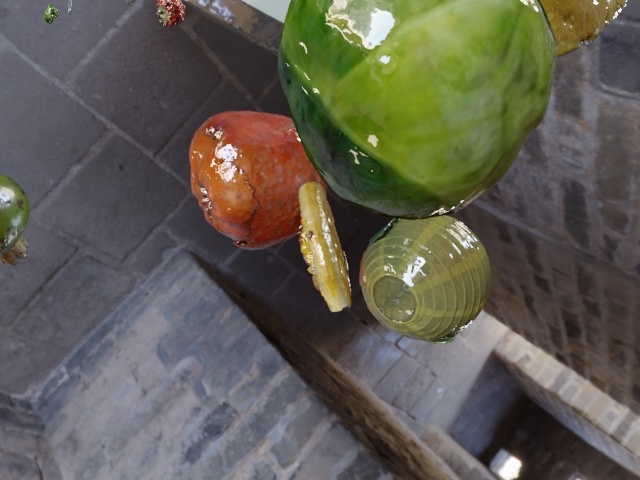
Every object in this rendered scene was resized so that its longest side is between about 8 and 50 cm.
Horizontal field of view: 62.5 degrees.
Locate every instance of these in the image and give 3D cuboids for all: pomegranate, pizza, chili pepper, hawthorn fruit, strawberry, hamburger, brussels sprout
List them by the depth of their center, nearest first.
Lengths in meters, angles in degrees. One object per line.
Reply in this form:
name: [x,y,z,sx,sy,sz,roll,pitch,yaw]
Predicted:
brussels sprout: [0.074,-0.126,0.460,0.210,0.219,0.271,-40,168,-8]
hamburger: [0.305,-0.372,0.722,0.309,0.132,0.211,-34,113,-27]
pizza: [-0.002,0.001,0.825,0.058,0.246,0.127,-18,156,9]
hawthorn fruit: [-0.088,-0.122,1.008,0.308,0.276,0.275,-12,128,-16]
pomegranate: [-0.688,-0.034,1.081,0.202,0.202,0.247,-36,145,-19]
chili pepper: [-0.646,-0.542,1.261,0.030,0.091,0.034,-38,118,-23]
strawberry: [-0.357,-0.563,1.285,0.083,0.073,0.073,-48,146,-40]

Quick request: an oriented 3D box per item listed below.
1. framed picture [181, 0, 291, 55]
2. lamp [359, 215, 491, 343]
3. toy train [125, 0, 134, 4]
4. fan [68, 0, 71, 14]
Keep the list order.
framed picture: [0.033,-0.362,0.587,0.346,0.265,0.016,-63,-178,8]
lamp: [0.212,0.055,1.015,0.284,0.250,0.250,-29,136,-43]
toy train: [-0.576,-0.747,1.534,0.043,0.207,0.047,-40,142,5]
fan: [-0.642,-0.689,1.361,0.008,0.153,0.226,3,83,-30]
